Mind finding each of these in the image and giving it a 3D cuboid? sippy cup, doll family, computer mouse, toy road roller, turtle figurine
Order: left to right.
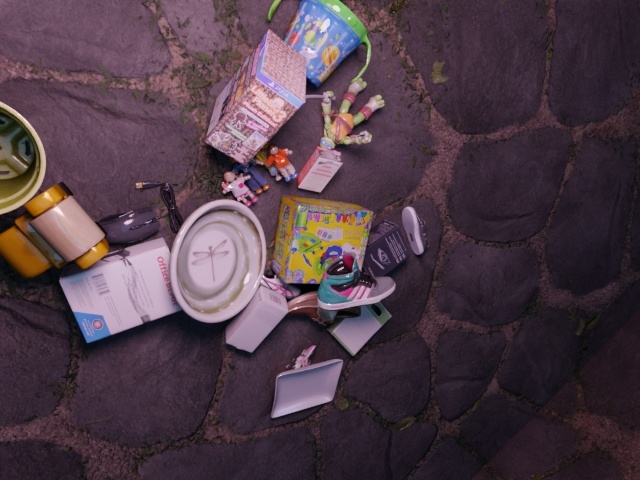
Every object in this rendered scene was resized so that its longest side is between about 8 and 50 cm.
[{"bbox_3d":[-0.722,-0.004,1.195,0.241,0.330,0.202,-40,114,-17],"label":"toy road roller"},{"bbox_3d":[-0.565,-0.085,1.398,0.262,0.060,0.183,-13,111,-21],"label":"computer mouse"},{"bbox_3d":[-0.214,-0.244,1.500,0.263,0.118,0.163,-31,124,7],"label":"doll family"},{"bbox_3d":[-0.010,-0.618,1.412,0.224,0.305,0.240,-54,154,11],"label":"sippy cup"},{"bbox_3d":[0.104,-0.425,1.508,0.266,0.198,0.274,-54,158,-19],"label":"turtle figurine"}]

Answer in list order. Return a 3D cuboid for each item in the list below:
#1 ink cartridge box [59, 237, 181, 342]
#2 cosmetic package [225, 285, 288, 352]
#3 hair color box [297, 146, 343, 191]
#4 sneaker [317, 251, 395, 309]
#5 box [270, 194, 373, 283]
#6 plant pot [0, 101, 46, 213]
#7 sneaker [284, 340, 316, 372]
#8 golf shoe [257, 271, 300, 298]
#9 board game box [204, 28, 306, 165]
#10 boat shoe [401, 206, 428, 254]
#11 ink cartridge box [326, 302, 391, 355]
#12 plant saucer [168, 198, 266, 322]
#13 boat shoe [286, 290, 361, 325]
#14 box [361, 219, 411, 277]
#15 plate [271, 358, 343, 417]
[{"bbox_3d":[-0.605,0.147,1.411,0.308,0.129,0.223,-19,112,-19],"label":"ink cartridge box"},{"bbox_3d":[-0.230,0.285,1.620,0.117,0.085,0.231,32,110,-30],"label":"cosmetic package"},{"bbox_3d":[-0.005,-0.242,1.560,0.093,0.053,0.167,9,146,-27],"label":"hair color box"},{"bbox_3d":[0.129,0.123,1.557,0.296,0.124,0.178,-11,121,-21],"label":"sneaker"},{"bbox_3d":[0.000,0.000,1.620,0.290,0.177,0.279,5,104,-26],"label":"box"},{"bbox_3d":[-0.830,-0.221,1.124,0.276,0.254,0.275,-8,109,-24],"label":"plant pot"},{"bbox_3d":[-0.069,0.481,1.806,0.077,0.072,0.178,31,102,-36],"label":"sneaker"},{"bbox_3d":[-0.149,0.162,1.663,0.186,0.067,0.085,17,97,-28],"label":"golf shoe"},{"bbox_3d":[-0.185,-0.407,1.307,0.141,0.232,0.291,29,132,-30],"label":"board game box"},{"bbox_3d":[0.398,-0.049,1.849,0.076,0.080,0.228,-32,117,-20],"label":"boat shoe"},{"bbox_3d":[0.160,0.339,1.869,0.235,0.056,0.171,-45,119,-10],"label":"ink cartridge box"},{"bbox_3d":[-0.344,0.063,1.473,0.401,0.101,0.400,-15,109,-52],"label":"plant saucer"},{"bbox_3d":[0.019,0.259,1.719,0.325,0.123,0.116,-4,64,-23],"label":"boat shoe"},{"bbox_3d":[0.227,0.044,1.778,0.207,0.108,0.153,-34,117,-11],"label":"box"},{"bbox_3d":[-0.061,0.581,1.806,0.278,0.045,0.277,-7,130,-22],"label":"plate"}]
